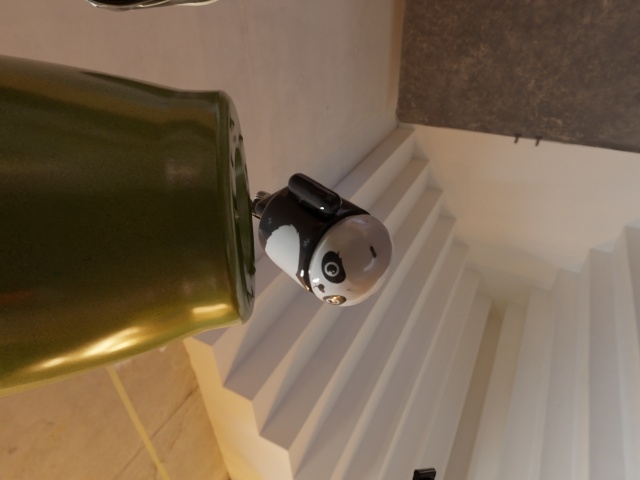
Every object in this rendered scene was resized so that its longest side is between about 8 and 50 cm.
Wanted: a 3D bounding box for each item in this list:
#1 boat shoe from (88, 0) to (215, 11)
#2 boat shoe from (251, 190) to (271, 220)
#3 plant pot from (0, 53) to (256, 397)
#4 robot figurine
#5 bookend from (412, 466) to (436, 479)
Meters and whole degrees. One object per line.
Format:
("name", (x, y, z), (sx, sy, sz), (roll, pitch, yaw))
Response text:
("boat shoe", (-0.177, -0.332, 0.496), (0.079, 0.233, 0.084), (-111, 6, -65))
("boat shoe", (-0.088, -0.034, 1.016), (0.219, 0.078, 0.070), (37, -111, -33))
("plant pot", (-0.251, -0.018, 0.410), (0.366, 0.353, 0.366), (176, 90, -85))
("robot figurine", (-0.002, 0.000, 0.729), (0.209, 0.278, 0.173), (25, -82, -51))
("bookend", (0.206, 0.460, 0.620), (0.072, 0.156, 0.157), (30, -108, -46))
